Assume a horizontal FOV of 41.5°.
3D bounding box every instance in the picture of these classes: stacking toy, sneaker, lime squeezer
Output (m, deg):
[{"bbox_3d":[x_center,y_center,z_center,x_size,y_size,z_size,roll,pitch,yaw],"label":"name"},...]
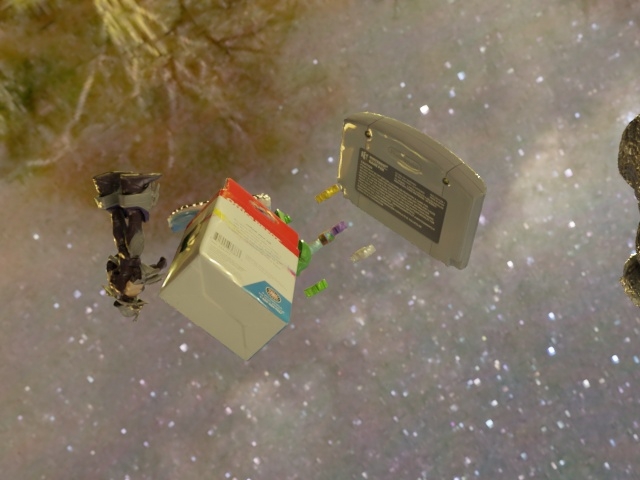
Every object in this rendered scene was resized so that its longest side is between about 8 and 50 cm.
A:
[{"bbox_3d":[0.000,0.000,1.737,0.221,0.167,0.052,-35,-173,-40],"label":"stacking toy"},{"bbox_3d":[-0.149,-0.023,1.231,0.162,0.073,0.063,-6,-174,19],"label":"sneaker"},{"bbox_3d":[-0.070,0.016,1.403,0.059,0.110,0.310,-40,-177,22],"label":"lime squeezer"}]

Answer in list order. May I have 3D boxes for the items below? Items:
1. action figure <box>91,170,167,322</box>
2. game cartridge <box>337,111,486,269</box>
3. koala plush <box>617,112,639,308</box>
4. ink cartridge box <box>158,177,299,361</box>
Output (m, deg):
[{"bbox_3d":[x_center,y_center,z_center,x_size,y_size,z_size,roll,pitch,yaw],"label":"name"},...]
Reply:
[{"bbox_3d":[-0.351,0.016,1.565,0.099,0.284,0.185,-10,-165,-43],"label":"action figure"},{"bbox_3d":[0.154,-0.098,1.475,0.297,0.198,0.062,36,-134,30],"label":"game cartridge"},{"bbox_3d":[0.443,-0.031,1.021,0.196,0.203,0.221,123,-10,-67],"label":"koala plush"},{"bbox_3d":[-0.103,0.026,1.040,0.078,0.134,0.231,-44,-163,21],"label":"ink cartridge box"}]
